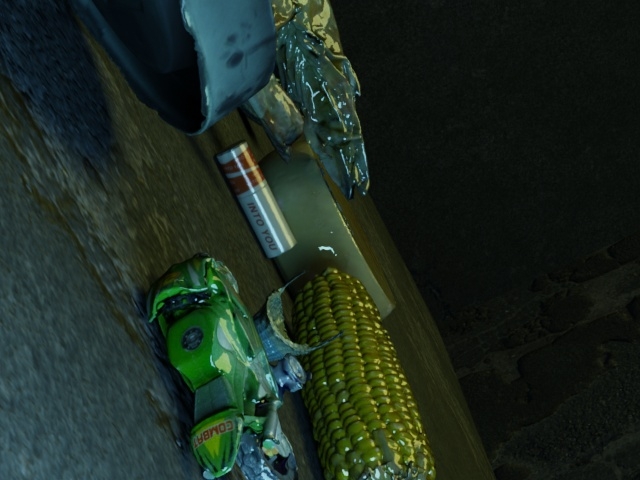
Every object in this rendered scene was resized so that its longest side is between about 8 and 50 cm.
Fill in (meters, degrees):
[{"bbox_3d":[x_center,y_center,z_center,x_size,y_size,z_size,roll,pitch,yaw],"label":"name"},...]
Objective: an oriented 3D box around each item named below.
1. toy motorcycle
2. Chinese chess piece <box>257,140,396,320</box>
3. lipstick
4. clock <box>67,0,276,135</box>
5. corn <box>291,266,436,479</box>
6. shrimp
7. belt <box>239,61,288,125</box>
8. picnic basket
[{"bbox_3d":[-0.065,0.078,0.815,0.106,0.074,0.190,39,26,-54],"label":"toy motorcycle"},{"bbox_3d":[0.000,0.000,1.514,0.251,0.097,0.251,63,6,-11],"label":"Chinese chess piece"},{"bbox_3d":[-0.071,-0.046,1.366,0.131,0.038,0.038,63,6,-12],"label":"lipstick"},{"bbox_3d":[-0.141,-0.229,0.860,0.325,0.067,0.325,52,-16,23],"label":"clock"},{"bbox_3d":[0.035,0.149,1.183,0.115,0.115,0.318,59,9,-43],"label":"corn"},{"bbox_3d":[-0.034,-0.191,1.334,0.360,0.085,0.247,66,28,-22],"label":"shrimp"},{"bbox_3d":[-0.063,-0.236,1.730,0.163,0.148,0.082,37,4,12],"label":"belt"},{"bbox_3d":[-0.030,0.072,1.058,0.065,0.083,0.083,60,3,11],"label":"picnic basket"}]
